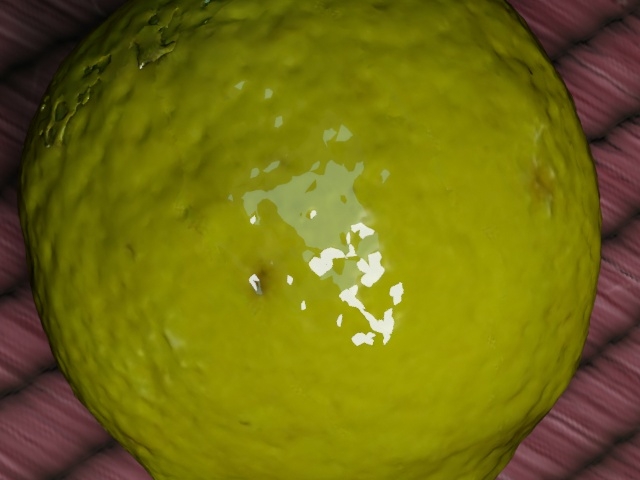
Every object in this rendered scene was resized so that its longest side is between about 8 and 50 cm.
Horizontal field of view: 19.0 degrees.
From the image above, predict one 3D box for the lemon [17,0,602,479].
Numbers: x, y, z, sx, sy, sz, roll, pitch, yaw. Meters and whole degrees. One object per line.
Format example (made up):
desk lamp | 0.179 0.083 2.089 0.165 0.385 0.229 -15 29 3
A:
lemon | 0.000 0.000 1.145 0.349 0.350 0.387 -23 82 -10
